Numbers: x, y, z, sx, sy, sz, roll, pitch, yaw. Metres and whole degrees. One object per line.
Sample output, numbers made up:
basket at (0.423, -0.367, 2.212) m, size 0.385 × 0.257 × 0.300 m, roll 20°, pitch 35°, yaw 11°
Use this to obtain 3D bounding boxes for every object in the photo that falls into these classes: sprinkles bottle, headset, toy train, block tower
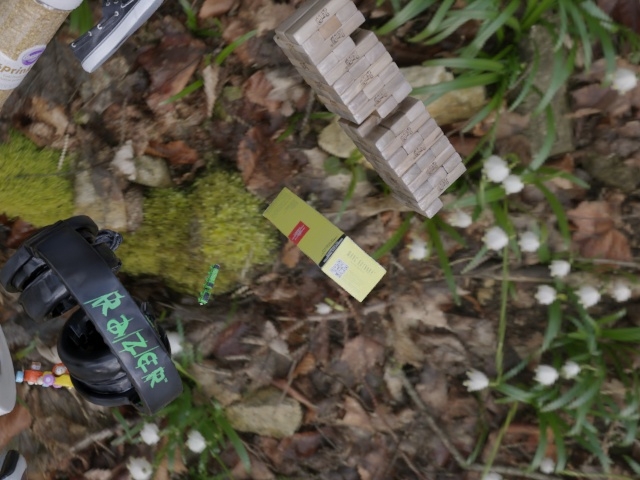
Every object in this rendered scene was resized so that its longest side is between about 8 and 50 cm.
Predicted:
sprinkles bottle at (-0.545, -0.368, 1.563) m, size 0.121 × 0.355 × 0.121 m, roll 31°, pitch 37°, yaw -27°
headset at (-0.265, 0.067, 1.084) m, size 0.185 × 0.394 × 0.243 m, roll -37°, pitch 114°, yaw -22°
toy train at (-0.440, 0.238, 1.539) m, size 0.166 × 0.125 × 0.046 m, roll 14°, pitch 76°, yaw -22°
toy train at (-0.204, 0.079, 1.620) m, size 0.017 × 0.023 × 0.083 m, roll 27°, pitch 64°, yaw -19°
block tower at (0.072, -0.181, 1.180) m, size 0.097 × 0.091 × 0.335 m, roll -44°, pitch 123°, yaw -7°

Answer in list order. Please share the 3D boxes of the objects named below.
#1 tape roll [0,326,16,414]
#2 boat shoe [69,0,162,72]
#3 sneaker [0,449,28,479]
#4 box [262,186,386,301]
tape roll at (-0.656, 0.194, 1.600) m, size 0.100 × 0.286 × 0.286 m, roll -20°, pitch 98°, yaw -6°
boat shoe at (-0.367, -0.401, 1.580) m, size 0.228 × 0.080 × 0.076 m, roll -38°, pitch 102°, yaw 26°
sneaker at (-0.294, 0.330, 0.836) m, size 0.106 × 0.281 × 0.162 m, roll -25°, pitch 108°, yaw 2°
box at (0.000, 0.000, 1.236) m, size 0.058 × 0.232 × 0.087 m, roll -49°, pitch 121°, yaw 1°
